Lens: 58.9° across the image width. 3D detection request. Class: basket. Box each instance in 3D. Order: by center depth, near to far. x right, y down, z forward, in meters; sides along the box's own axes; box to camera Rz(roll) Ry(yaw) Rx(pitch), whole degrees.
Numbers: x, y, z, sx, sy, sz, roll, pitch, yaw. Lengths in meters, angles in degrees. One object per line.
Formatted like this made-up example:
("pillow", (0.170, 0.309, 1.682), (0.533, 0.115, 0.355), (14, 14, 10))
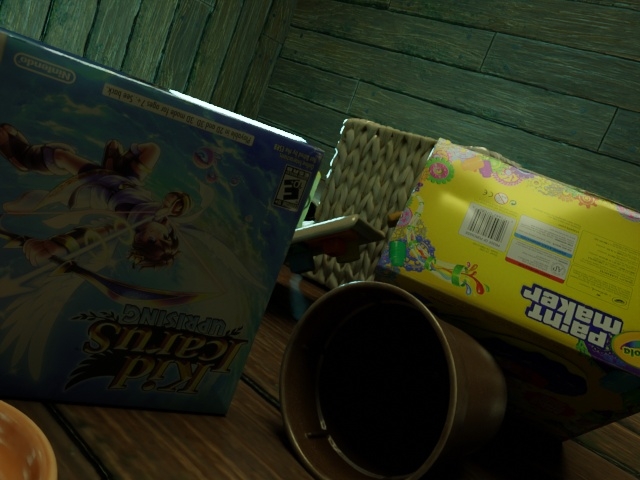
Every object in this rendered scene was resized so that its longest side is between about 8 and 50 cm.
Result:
("basket", (0.179, -0.037, 1.078), (0.266, 0.328, 0.331), (24, 12, 27))

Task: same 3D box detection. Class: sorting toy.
("sorting toy", (-0.005, 0.014, 0.828), (0.347, 0.047, 0.196), (-14, -9, 16))

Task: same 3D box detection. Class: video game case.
("video game case", (-0.158, 0.002, 0.424), (0.269, 0.244, 0.061), (15, 13, -30))

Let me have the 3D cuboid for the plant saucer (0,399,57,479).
("plant saucer", (-0.222, 0.116, 0.239), (0.199, 0.037, 0.200), (14, 9, -2))

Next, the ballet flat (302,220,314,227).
("ballet flat", (0.000, 0.000, 1.225), (0.221, 0.079, 0.077), (11, 13, -45))

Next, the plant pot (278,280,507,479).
("plant pot", (0.078, 0.133, 0.509), (0.167, 0.167, 0.165), (30, 5, 40))

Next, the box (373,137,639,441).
("box", (0.221, 0.073, 0.671), (0.289, 0.177, 0.279), (23, -25, 12))

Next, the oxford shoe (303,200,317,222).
("oxford shoe", (-0.037, -0.061, 1.392), (0.096, 0.083, 0.227), (27, -4, 38))

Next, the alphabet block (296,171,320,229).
("alphabet block", (-0.152, -0.090, 1.078), (0.197, 0.192, 0.193), (12, 16, -46))
